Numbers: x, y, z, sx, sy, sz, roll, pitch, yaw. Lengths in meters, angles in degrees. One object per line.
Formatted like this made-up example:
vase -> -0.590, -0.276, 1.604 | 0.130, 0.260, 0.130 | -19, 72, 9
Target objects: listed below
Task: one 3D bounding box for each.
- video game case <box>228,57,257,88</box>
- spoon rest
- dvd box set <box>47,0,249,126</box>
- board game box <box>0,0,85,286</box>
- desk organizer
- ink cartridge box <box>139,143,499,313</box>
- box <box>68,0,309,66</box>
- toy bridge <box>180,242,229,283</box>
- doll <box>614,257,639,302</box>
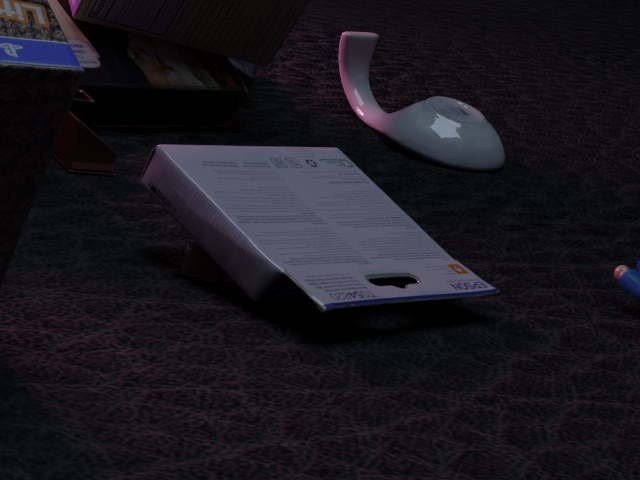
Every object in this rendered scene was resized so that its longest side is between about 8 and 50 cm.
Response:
video game case -> -0.198, -0.273, 2.124 | 0.274, 0.026, 0.196 | 32, 11, -8
spoon rest -> 0.110, -0.148, 2.058 | 0.137, 0.084, 0.276 | -2, 34, -37
dvd box set -> -0.296, -0.290, 1.918 | 0.307, 0.062, 0.420 | -1, 48, -41
board game box -> -0.297, -0.116, 1.162 | 0.141, 0.232, 0.291 | 1, 43, -33
desk organizer -> -0.233, -0.106, 1.676 | 0.047, 0.050, 0.130 | 3, 18, -27
ink cartridge box -> 0.000, 0.000, 1.429 | 0.223, 0.045, 0.224 | -2, 36, -47
box -> -0.159, -0.323, 1.916 | 0.243, 0.117, 0.214 | 11, 41, -33
toy bridge -> -0.064, 0.001, 1.469 | 0.063, 0.026, 0.188 | 16, 16, 6
doll -> 0.325, 0.043, 1.567 | 0.129, 0.046, 0.189 | 13, 15, 7
